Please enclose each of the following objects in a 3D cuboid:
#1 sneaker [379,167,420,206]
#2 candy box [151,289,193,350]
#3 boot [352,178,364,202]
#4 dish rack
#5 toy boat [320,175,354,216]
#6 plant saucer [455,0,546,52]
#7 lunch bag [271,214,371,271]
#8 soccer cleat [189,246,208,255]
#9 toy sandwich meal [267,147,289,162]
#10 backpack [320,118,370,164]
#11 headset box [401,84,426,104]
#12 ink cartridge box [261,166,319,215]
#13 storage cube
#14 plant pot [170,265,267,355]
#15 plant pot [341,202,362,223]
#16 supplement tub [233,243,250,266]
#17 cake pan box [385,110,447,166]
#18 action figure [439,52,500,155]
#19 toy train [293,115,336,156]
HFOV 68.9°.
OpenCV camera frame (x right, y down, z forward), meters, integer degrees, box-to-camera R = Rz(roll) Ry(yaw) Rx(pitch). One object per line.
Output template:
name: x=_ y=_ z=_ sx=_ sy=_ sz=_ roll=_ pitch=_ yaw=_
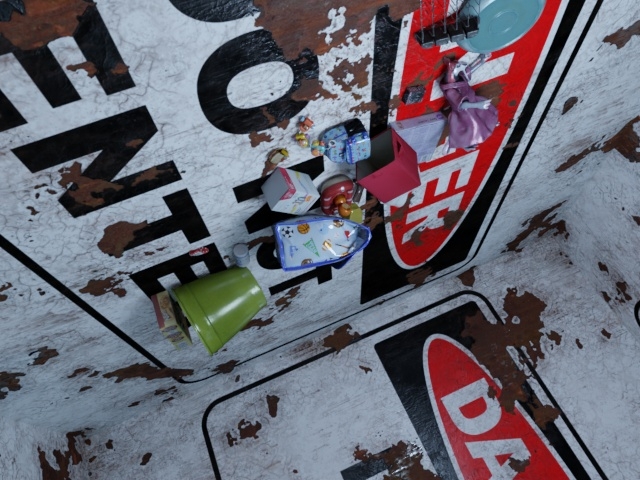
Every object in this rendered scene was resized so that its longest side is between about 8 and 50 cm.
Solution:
sneaker: x=0.374 y=-0.258 z=2.209 sx=0.129 sy=0.111 sz=0.297 roll=-5 pitch=144 yaw=-24
candy box: x=-0.723 y=0.397 z=2.285 sx=0.087 sy=0.183 sz=0.316 roll=-21 pitch=151 yaw=-12
boot: x=0.163 y=-0.221 z=2.126 sx=0.106 sy=0.037 sz=0.114 roll=3 pitch=121 yaw=-45
dish rack: x=0.395 y=-0.730 z=1.441 sx=0.208 sy=0.074 sz=0.272 roll=-12 pitch=147 yaw=8
toy boat: x=0.087 y=-0.172 z=2.059 sx=0.150 sy=0.151 sz=0.231 roll=-20 pitch=151 yaw=-12
plant saucer: x=0.615 y=-0.753 z=1.588 sx=0.317 sy=0.044 sz=0.318 roll=-12 pitch=158 yaw=-5
lunch bag: x=0.000 y=0.000 z=2.001 sx=0.385 sy=0.239 sz=0.328 roll=-11 pitch=-173 yaw=-9
soccer cleat: x=-0.532 y=0.051 z=2.042 sx=0.083 sy=0.029 sz=0.036 roll=-12 pitch=157 yaw=-19
toy sandwich meal: x=-0.155 y=-0.314 z=1.753 sx=0.085 sy=0.029 sz=0.086 roll=-20 pitch=151 yaw=-12
backpack: x=0.093 y=-0.364 z=1.789 sx=0.173 sy=0.117 sz=0.158 roll=-20 pitch=151 yaw=-9
headset box: x=0.353 y=-0.554 z=1.778 sx=0.083 sy=0.032 sz=0.062 roll=-16 pitch=150 yaw=-21
ink cartridge box: x=-0.119 y=-0.195 z=1.876 sx=0.176 sy=0.127 sz=0.128 roll=6 pitch=137 yaw=-46
storage cube: x=0.271 y=-0.297 z=1.876 sx=0.214 sy=0.184 sz=0.193 roll=-26 pitch=139 yaw=33
plant pot: x=-0.458 y=0.298 z=2.219 sx=0.352 sy=0.366 sz=0.367 roll=-30 pitch=153 yaw=-17
plant pot: x=0.156 y=-0.133 z=2.258 sx=0.081 sy=0.081 sz=0.083 roll=-14 pitch=138 yaw=-22
supplement tub: x=-0.365 y=0.070 z=2.164 sx=0.070 sy=0.071 sz=0.107 roll=-19 pitch=149 yaw=-14
cake pan box: x=0.394 y=-0.419 z=1.997 sx=0.266 sy=0.070 sz=0.246 roll=-17 pitch=152 yaw=-16
action figure: x=0.546 y=-0.551 z=1.812 sx=0.275 sy=0.248 sz=0.370 roll=-11 pitch=134 yaw=41
toy train: x=-0.029 y=-0.368 z=1.693 sx=0.166 sy=0.046 sz=0.125 roll=36 pitch=132 yaw=-28
